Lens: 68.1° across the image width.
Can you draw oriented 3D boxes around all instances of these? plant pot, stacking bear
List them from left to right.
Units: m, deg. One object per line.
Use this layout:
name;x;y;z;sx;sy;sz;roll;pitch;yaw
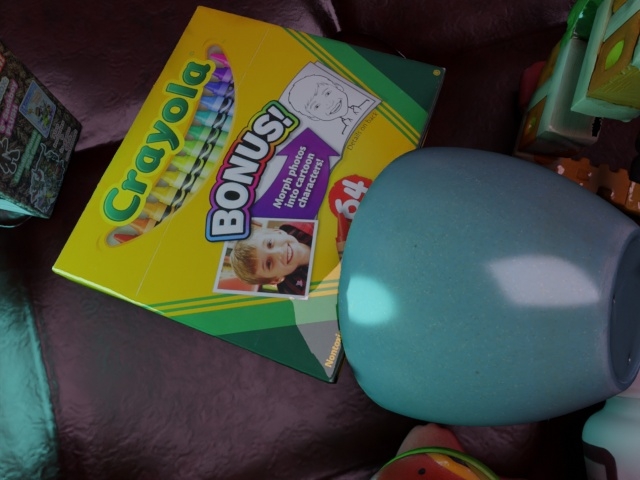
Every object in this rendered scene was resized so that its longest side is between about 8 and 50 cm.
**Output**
stacking bear;0.102;0.252;0.405;0.175;0.289;0.164;26;77;30
plant pot;0.187;0.050;0.453;0.290;0.196;0.290;-5;97;-42

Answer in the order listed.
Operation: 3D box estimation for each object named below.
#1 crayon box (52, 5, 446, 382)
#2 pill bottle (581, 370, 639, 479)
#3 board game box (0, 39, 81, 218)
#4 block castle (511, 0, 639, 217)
crayon box;-0.066;-0.066;0.548;0.313;0.106;0.362;19;74;10
pill bottle;0.395;0.290;0.468;0.224;0.224;0.391;1;77;-3
board game box;-0.443;-0.147;0.494;0.232;0.291;0.141;11;77;-1
block castle;0.403;-0.172;0.465;0.303;0.453;0.212;17;84;2
